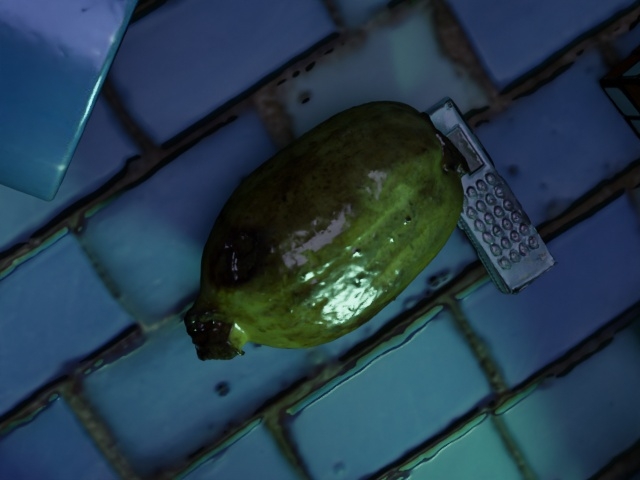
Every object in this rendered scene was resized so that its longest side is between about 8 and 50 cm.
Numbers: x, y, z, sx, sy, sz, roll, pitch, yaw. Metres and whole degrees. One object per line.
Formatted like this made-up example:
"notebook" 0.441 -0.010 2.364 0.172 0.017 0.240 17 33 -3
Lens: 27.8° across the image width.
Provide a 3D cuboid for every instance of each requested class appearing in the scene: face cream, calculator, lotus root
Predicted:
"face cream" -0.235 -0.178 0.864 0.225 0.249 0.249 22 92 -12
"calculator" 0.131 -0.034 1.074 0.057 0.018 0.172 -35 100 -7
"lotus root" 0.000 0.000 0.996 0.260 0.128 0.145 -40 112 -3

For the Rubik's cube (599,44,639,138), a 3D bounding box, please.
"Rubik's cube" 0.349 -0.116 1.036 0.151 0.155 0.154 -40 103 -6
